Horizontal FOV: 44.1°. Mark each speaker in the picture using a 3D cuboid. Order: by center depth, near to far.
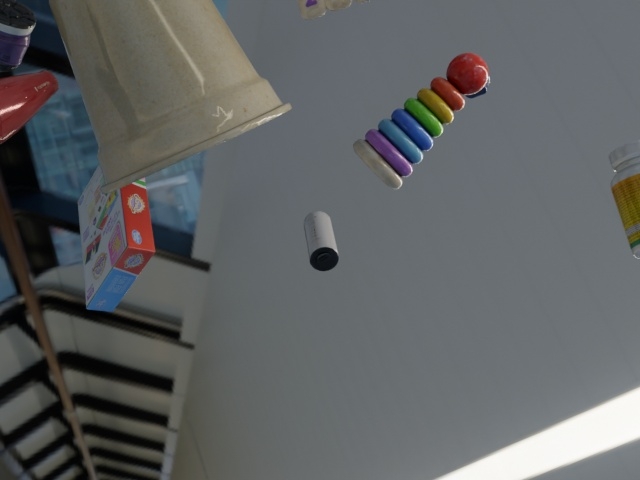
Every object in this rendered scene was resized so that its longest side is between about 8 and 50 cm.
[{"bbox_3d":[0.000,0.000,1.475,0.136,0.055,0.055,-102,-174,-59],"label":"speaker"}]

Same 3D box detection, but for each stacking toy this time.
[{"bbox_3d":[0.230,-0.266,1.696,0.141,0.330,0.141,45,8,-8],"label":"stacking toy"}]

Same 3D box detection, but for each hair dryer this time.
[{"bbox_3d":[-0.462,-0.222,1.020,0.080,0.294,0.223,-3,-99,33],"label":"hair dryer"}]

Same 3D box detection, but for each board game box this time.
[{"bbox_3d":[-0.468,-0.036,1.785,0.242,0.064,0.316,-47,-135,38],"label":"board game box"}]

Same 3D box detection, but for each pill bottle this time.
[{"bbox_3d":[0.624,-0.080,1.506,0.117,0.118,0.208,124,-44,-67],"label":"pill bottle"}]

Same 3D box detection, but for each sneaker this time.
[{"bbox_3d":[-0.618,-0.360,1.275,0.124,0.283,0.107,-55,-161,33],"label":"sneaker"}]

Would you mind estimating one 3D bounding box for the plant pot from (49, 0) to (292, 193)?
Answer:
[{"bbox_3d":[-0.259,-0.279,1.249,0.305,0.334,0.334,65,-17,-11],"label":"plant pot"}]

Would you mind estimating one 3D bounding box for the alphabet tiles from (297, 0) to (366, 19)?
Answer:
[{"bbox_3d":[0.012,-0.607,1.624,0.021,0.284,0.277,-9,85,-74],"label":"alphabet tiles"}]

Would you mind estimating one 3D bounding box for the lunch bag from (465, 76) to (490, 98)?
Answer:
[{"bbox_3d":[0.406,-0.430,2.096,0.067,0.065,0.098,-13,-46,42],"label":"lunch bag"}]
